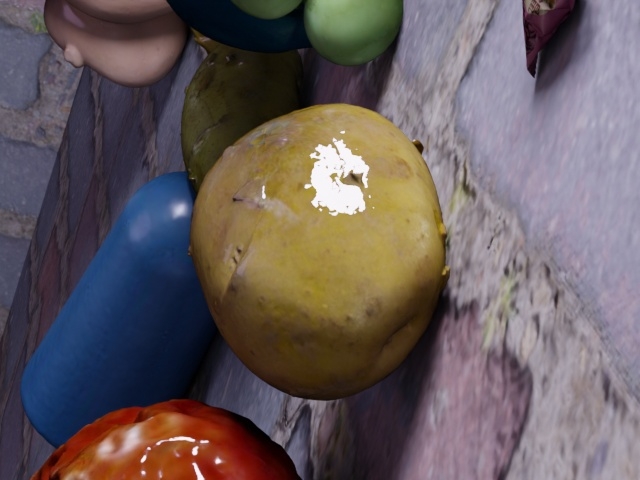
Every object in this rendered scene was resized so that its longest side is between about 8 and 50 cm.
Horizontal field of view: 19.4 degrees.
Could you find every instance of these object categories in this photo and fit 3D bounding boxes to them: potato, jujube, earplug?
[{"bbox_3d":[-0.056,-0.084,1.401,0.105,0.085,0.188,-41,32,27],"label":"potato"},{"bbox_3d":[0.000,0.000,0.973,0.176,0.137,0.137,-106,33,-63],"label":"potato"},{"bbox_3d":[-0.083,0.173,1.012,0.250,0.174,0.174,166,119,-73],"label":"jujube"},{"bbox_3d":[-0.137,0.052,1.498,0.132,0.132,0.273,-88,22,-44],"label":"earplug"}]

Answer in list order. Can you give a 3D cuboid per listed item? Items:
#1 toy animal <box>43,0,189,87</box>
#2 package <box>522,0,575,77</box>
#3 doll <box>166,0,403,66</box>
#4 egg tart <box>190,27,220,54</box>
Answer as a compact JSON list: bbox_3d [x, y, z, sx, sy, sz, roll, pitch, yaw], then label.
[{"bbox_3d":[-0.229,-0.295,2.096,0.221,0.210,0.229,-62,-18,17],"label":"toy animal"},{"bbox_3d":[0.107,-0.122,0.875,0.083,0.029,0.059,107,165,-60],"label":"package"},{"bbox_3d":[-0.032,-0.265,1.231,0.186,0.198,0.322,-13,55,46],"label":"doll"},{"bbox_3d":[-0.079,-0.286,1.653,0.297,0.132,0.297,-171,90,-76],"label":"egg tart"}]
